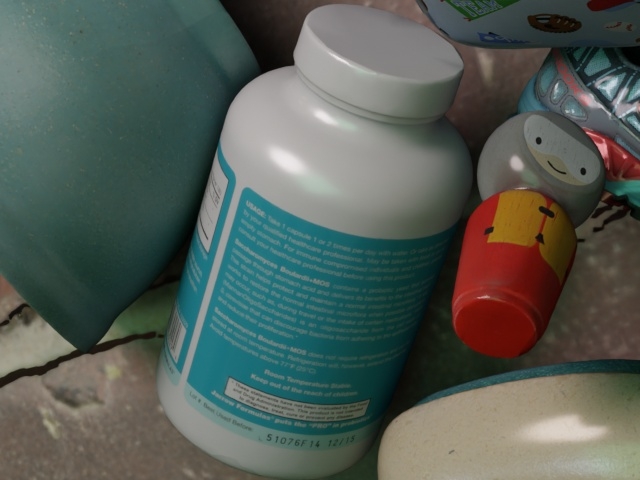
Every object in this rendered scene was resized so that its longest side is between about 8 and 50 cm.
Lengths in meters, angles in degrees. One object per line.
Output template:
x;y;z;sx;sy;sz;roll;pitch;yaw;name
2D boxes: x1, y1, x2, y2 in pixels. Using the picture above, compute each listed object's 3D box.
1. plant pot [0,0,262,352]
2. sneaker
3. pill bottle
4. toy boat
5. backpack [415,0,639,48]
-0.161;-0.106;0.954;0.196;0.293;0.293;-40;79;-5;plant pot
0.234;-0.052;0.865;0.262;0.104;0.125;28;104;18;sneaker
0.000;0.000;0.916;0.146;0.146;0.264;29;122;18;pill bottle
0.147;0.086;0.866;0.267;0.148;0.318;-4;130;25;toy boat
0.130;-0.220;0.786;0.276;0.263;0.213;-4;65;22;backpack
